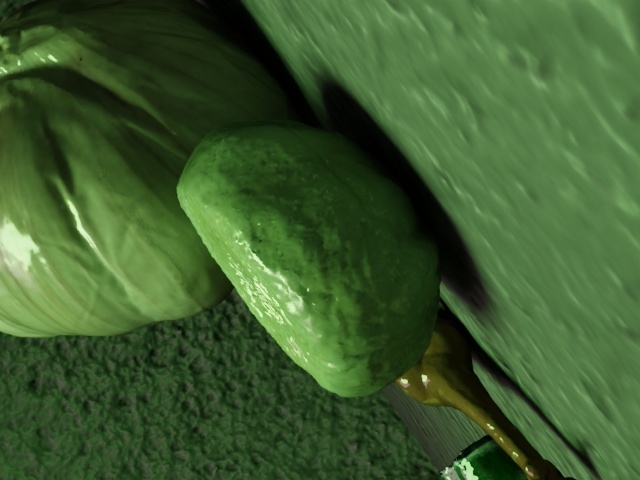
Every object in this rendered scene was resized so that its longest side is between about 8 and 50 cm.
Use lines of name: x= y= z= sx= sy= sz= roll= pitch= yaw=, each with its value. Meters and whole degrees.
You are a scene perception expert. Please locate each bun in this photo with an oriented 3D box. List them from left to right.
bun: x=0.000 y=0.000 z=0.661 sx=0.195 sy=0.118 sz=0.195 roll=46 pitch=168 yaw=13

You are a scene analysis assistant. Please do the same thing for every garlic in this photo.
garlic: x=-0.173 y=-0.062 z=0.818 sx=0.317 sy=0.317 sz=0.259 roll=50 pitch=170 yaw=48

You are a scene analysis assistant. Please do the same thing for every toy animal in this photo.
toy animal: x=0.088 y=0.094 z=0.762 sx=0.230 sy=0.066 sz=0.224 roll=48 pitch=179 yaw=6

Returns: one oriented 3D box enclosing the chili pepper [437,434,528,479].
chili pepper: x=0.200 y=0.294 z=0.862 sx=0.270 sy=0.099 sz=0.136 roll=58 pitch=168 yaw=20
